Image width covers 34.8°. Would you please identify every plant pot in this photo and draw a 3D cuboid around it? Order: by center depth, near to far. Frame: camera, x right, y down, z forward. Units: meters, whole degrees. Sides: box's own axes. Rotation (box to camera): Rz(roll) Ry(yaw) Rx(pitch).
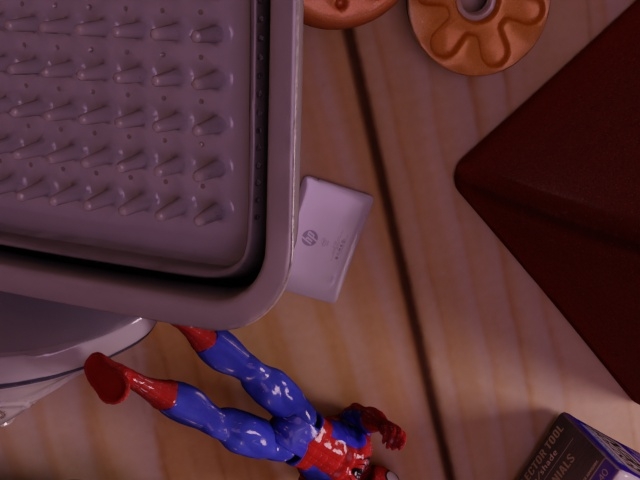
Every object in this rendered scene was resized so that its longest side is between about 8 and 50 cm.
[{"bbox_3d":[0.298,-0.015,0.666,0.267,0.236,0.267,-43,110,0],"label":"plant pot"}]

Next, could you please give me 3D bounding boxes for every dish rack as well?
[{"bbox_3d":[-0.128,-0.130,0.570,0.285,0.072,0.333,8,106,22],"label":"dish rack"}]

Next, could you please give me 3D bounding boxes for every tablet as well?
[{"bbox_3d":[0.000,0.000,0.722,0.054,0.006,0.083,17,100,-16],"label":"tablet"}]

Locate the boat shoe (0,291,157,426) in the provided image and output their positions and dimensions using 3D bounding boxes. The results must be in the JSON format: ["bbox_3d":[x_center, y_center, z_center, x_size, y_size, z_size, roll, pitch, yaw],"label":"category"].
[{"bbox_3d":[-0.228,0.086,0.652,0.267,0.096,0.088,-20,136,-14],"label":"boat shoe"}]

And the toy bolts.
[{"bbox_3d":[0.086,-0.211,0.604,0.218,0.158,0.229,22,99,-17],"label":"toy bolts"}]

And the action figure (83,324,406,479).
[{"bbox_3d":[-0.007,0.135,0.661,0.280,0.139,0.091,39,82,-44],"label":"action figure"}]

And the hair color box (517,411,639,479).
[{"bbox_3d":[0.291,0.298,0.817,0.338,0.110,0.185,29,98,-17],"label":"hair color box"}]
